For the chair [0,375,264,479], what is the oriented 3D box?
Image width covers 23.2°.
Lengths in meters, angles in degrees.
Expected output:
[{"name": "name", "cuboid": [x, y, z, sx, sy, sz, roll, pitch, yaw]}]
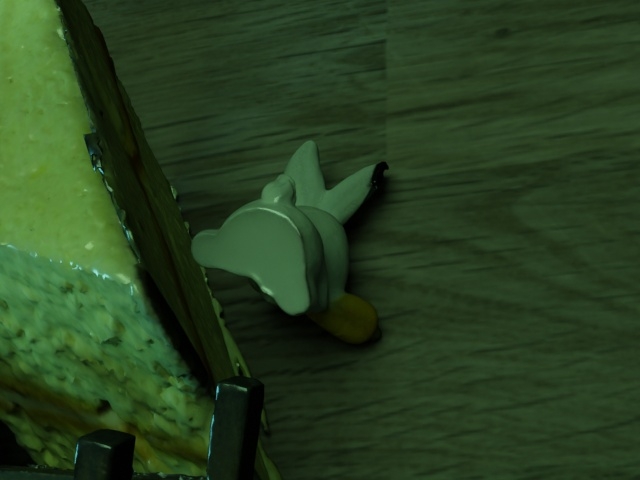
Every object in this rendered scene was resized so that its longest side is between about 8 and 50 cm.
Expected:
[{"name": "chair", "cuboid": [-0.174, 0.287, 0.860, 0.241, 0.203, 0.416, 2, 95, 19]}]

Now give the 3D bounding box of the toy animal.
[{"name": "toy animal", "cuboid": [0.000, 0.000, 1.157, 0.131, 0.182, 0.127, 23, 100, 15]}]

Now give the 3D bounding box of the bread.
[{"name": "bread", "cuboid": [-0.116, -0.017, 1.093, 0.242, 0.345, 0.404, 0, 55, 25]}]
